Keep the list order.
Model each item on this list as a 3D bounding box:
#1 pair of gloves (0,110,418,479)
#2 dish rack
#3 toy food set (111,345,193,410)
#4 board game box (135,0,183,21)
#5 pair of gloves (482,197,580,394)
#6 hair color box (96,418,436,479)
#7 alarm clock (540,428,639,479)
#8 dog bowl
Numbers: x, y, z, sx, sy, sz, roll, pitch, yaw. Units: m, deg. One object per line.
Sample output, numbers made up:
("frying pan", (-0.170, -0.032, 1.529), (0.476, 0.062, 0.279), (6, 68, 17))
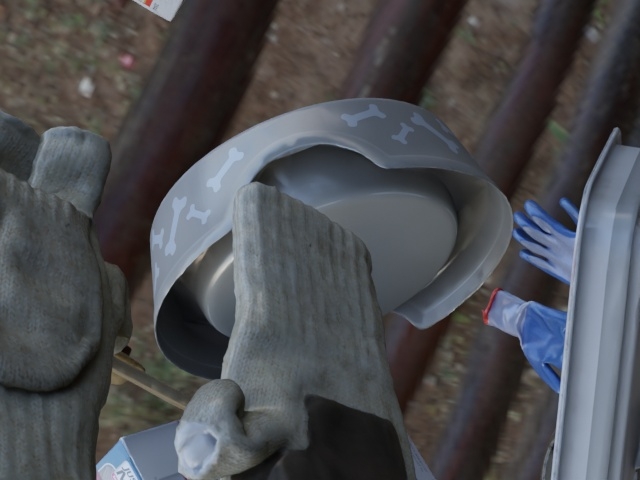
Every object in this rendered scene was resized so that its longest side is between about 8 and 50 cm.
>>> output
("pair of gloves", (-0.055, 0.053, 0.639), (0.042, 0.240, 0.204), (-39, 48, 33))
("dish rack", (0.242, 0.093, 1.466), (0.072, 0.285, 0.333), (7, 108, 14))
("toy food set", (-0.147, 0.035, 0.947), (0.192, 0.132, 0.039), (14, 75, 42))
("board game box", (-0.046, -0.336, 1.439), (0.053, 0.193, 0.305), (33, 68, -6))
("pair of gloves", (0.239, 0.055, 1.814), (0.159, 0.023, 0.198), (34, 127, 31))
("hair color box", (-0.052, 0.247, 1.742), (0.105, 0.347, 0.174), (-45, 68, 37))
("alarm clock", (0.274, 0.265, 1.921), (0.129, 0.064, 0.192), (-106, 28, -48))
("dog bowl", (0.000, 0.000, 1.690), (0.348, 0.349, 0.102), (-31, 58, 15))
